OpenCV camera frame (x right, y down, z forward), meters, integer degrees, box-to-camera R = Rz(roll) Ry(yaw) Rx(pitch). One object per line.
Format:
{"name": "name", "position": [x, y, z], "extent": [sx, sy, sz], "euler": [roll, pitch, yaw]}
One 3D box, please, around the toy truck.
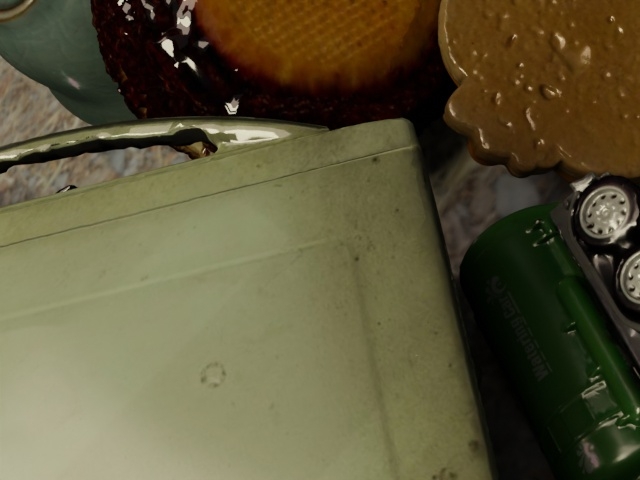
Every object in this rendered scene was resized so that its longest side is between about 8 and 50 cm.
{"name": "toy truck", "position": [0.160, 0.073, 0.598], "extent": [0.125, 0.101, 0.243], "euler": [-41, 50, 20]}

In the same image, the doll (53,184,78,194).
{"name": "doll", "position": [-0.278, 0.034, 0.899], "extent": [0.314, 0.141, 0.177], "euler": [-8, 54, 28]}

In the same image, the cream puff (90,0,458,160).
{"name": "cream puff", "position": [-0.023, -0.142, 0.741], "extent": [0.165, 0.239, 0.239], "euler": [145, 137, -66]}

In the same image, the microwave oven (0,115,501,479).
{"name": "microwave oven", "position": [-0.103, 0.150, 0.600], "extent": [0.394, 0.247, 0.333], "euler": [-13, 63, 6]}

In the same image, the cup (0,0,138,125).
{"name": "cup", "position": [-0.179, -0.185, 0.877], "extent": [0.199, 0.150, 0.199], "euler": [-1, 88, 27]}

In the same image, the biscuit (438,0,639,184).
{"name": "biscuit", "position": [0.140, -0.099, 0.675], "extent": [0.170, 0.050, 0.170], "euler": [0, 77, 0]}
